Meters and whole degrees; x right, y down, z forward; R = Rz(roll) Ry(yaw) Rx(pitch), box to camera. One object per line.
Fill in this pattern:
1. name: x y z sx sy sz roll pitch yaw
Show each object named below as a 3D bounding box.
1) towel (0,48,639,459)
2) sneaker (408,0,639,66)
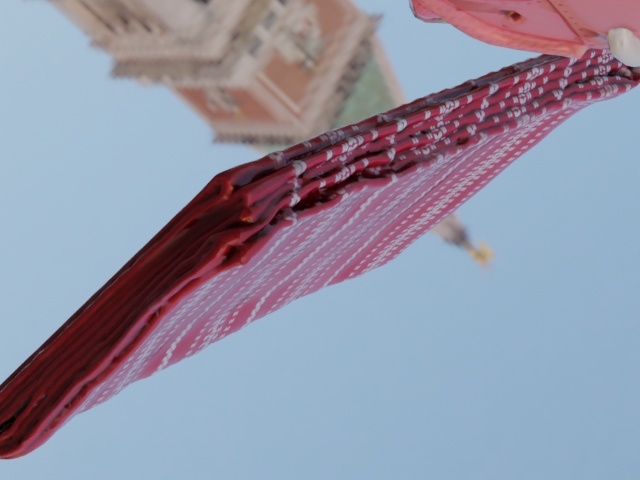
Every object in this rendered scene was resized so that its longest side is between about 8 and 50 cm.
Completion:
1. towel: 0.000 0.000 0.731 0.275 0.031 0.199 -24 168 -47
2. sneaker: 0.083 -0.086 0.357 0.136 0.314 0.116 -53 -166 35
